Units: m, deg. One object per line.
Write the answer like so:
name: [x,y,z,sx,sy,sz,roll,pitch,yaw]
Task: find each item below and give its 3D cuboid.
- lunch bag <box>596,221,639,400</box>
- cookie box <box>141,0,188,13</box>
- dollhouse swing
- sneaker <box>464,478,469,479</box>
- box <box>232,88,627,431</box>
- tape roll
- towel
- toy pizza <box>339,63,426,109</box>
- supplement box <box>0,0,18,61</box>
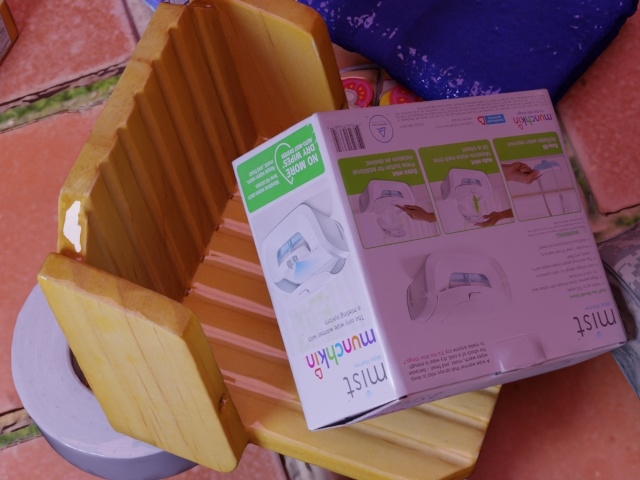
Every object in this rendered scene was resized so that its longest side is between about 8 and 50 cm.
lunch bag: [0.394,0.049,1.496,0.305,0.212,0.256,-28,65,-9]
cookie box: [-0.154,-0.294,1.806,0.107,0.040,0.092,-40,68,-14]
dollhouse swing: [0.000,0.000,1.465,0.305,0.315,0.346,10,55,20]
sneaker: [0.079,0.173,1.548,0.075,0.063,0.170,-12,69,-7]
box: [0.094,0.011,1.410,0.262,0.127,0.231,-10,80,-39]
tape roll: [-0.169,0.107,1.599,0.219,0.072,0.219,-2,65,4]
towel: [0.133,-0.235,1.732,0.308,0.076,0.227,34,70,21]
toy pizza: [0.052,-0.090,1.694,0.201,0.032,0.201,-2,64,4]
supplement box: [-0.393,-0.147,1.739,0.078,0.080,0.233,21,66,12]
